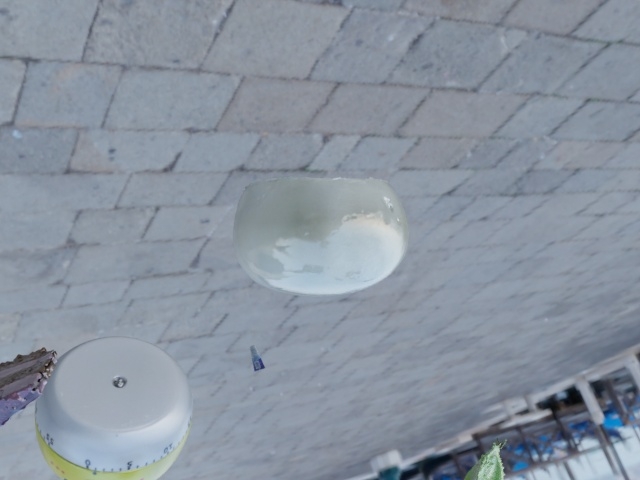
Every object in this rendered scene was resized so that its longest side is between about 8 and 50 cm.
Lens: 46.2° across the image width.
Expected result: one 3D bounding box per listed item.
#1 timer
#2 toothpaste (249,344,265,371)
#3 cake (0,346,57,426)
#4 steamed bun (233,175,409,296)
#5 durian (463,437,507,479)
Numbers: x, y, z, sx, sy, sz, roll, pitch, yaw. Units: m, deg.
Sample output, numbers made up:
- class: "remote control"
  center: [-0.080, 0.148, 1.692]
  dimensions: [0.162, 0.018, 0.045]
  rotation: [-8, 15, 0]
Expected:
- class: "timer"
  center: [-0.362, 0.331, 1.311]
  dimensions: [0.285, 0.285, 0.285]
  rotation: [-16, 157, -7]
- class: "toothpaste"
  center: [-0.139, 0.254, 1.610]
  dimensions: [0.024, 0.083, 0.015]
  rotation: [-17, 119, -9]
- class: "cake"
  center: [-0.452, 0.236, 0.934]
  dimensions: [0.295, 0.116, 0.112]
  rotation: [-31, 114, 3]
- class: "steamed bun"
  center: [0.000, 0.000, 1.377]
  dimensions: [0.325, 0.206, 0.324]
  rotation: [0, 175, 0]
- class: "durian"
  center: [0.379, 0.529, 1.704]
  dimensions: [0.215, 0.086, 0.100]
  rotation: [-29, 136, -59]
